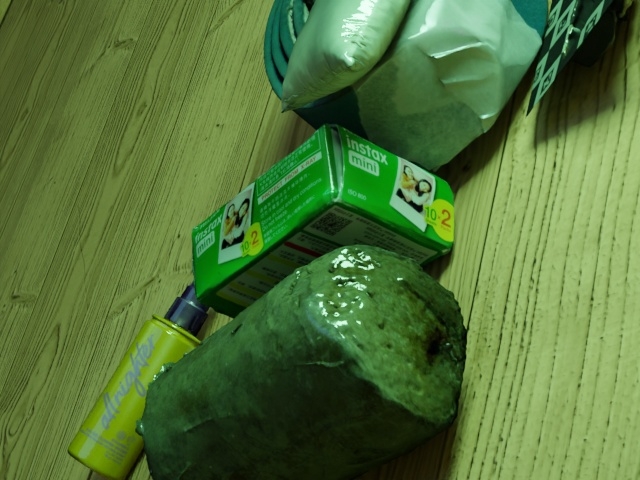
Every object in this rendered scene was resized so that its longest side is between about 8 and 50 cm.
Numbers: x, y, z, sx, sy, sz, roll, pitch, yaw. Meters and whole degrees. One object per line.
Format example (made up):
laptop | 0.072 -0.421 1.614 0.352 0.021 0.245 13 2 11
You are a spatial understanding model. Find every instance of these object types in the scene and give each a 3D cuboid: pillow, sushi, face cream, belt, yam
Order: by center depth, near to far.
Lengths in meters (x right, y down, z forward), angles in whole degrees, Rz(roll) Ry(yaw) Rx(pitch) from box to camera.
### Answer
yam | -0.013 0.139 1.424 0.300 0.195 0.195 -35 34 34
sushi | 0.283 -0.236 1.524 0.192 0.050 0.215 -57 10 48
pillow | 0.037 -0.241 1.531 0.144 0.078 0.254 -24 38 52
belt | 0.089 -0.248 1.713 0.300 0.173 0.436 -43 30 14
face cream | -0.198 0.153 1.824 0.273 0.078 0.078 -59 28 -7

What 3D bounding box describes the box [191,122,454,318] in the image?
box | 0.000 0.000 1.579 0.250 0.180 0.103 -36 44 35
